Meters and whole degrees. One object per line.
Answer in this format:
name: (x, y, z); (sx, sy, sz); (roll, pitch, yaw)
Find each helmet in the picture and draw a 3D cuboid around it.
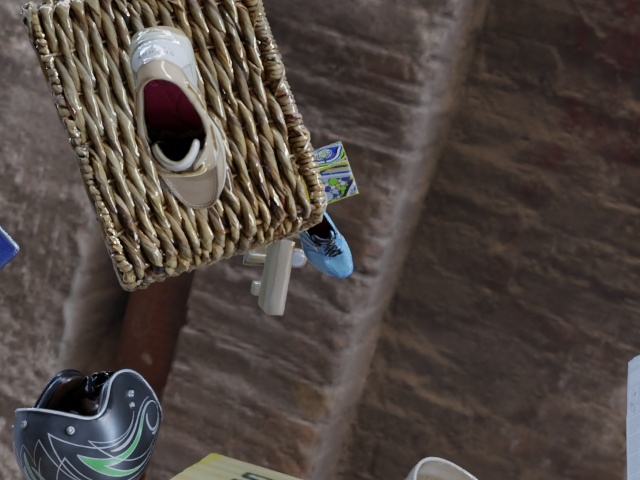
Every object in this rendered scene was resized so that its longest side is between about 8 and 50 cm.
helmet: (-0.286, 0.239, 1.182); (0.169, 0.169, 0.161); (20, 46, 17)

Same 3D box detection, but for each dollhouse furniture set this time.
dollhouse furniture set: (-0.036, 0.027, 1.494); (0.123, 0.144, 0.151); (5, 13, -23)

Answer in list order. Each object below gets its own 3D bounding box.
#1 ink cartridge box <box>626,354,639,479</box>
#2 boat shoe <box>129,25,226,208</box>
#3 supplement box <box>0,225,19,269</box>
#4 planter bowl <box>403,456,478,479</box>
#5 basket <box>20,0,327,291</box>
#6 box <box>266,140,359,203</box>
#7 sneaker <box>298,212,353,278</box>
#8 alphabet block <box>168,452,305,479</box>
ink cartridge box: (0.358, 0.196, 0.998); (0.045, 0.179, 0.145); (10, -22, -1)
boat shoe: (-0.109, -0.076, 0.730); (0.063, 0.170, 0.059); (-8, 48, 4)
supplement box: (-0.466, 0.056, 0.834); (0.195, 0.356, 0.194); (51, -18, -13)
planter bowl: (0.092, 0.265, 0.747); (0.162, 0.109, 0.162); (41, 18, -16)
basket: (-0.150, -0.118, 1.010); (0.223, 0.299, 0.213); (-21, 2, -12)
box: (-0.039, -0.072, 1.314); (0.169, 0.059, 0.054); (-19, 37, 3)
sneaker: (0.000, 0.000, 1.420); (0.162, 0.063, 0.073); (55, -1, -30)
alphabet block: (-0.073, 0.345, 0.963); (0.197, 0.192, 0.193); (11, 7, 19)
